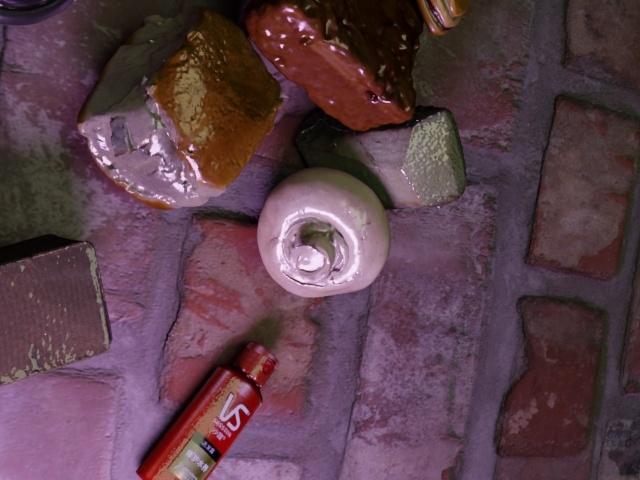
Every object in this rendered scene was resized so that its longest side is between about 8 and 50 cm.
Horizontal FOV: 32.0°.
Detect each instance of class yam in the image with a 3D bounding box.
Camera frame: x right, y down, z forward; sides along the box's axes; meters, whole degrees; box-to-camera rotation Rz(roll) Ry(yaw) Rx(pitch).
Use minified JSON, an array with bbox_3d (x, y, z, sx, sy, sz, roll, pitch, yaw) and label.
[{"bbox_3d":[0.130,-0.163,2.040,0.201,0.271,0.202,-44,123,-26],"label":"yam"}]

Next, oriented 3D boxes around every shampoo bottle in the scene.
[{"bbox_3d":[-0.190,0.320,1.972,0.118,0.076,0.314,48,68,-26],"label":"shampoo bottle"}]

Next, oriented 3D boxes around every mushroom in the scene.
[{"bbox_3d":[0.000,0.000,1.979,0.246,0.246,0.202,63,23,-22],"label":"mushroom"}]

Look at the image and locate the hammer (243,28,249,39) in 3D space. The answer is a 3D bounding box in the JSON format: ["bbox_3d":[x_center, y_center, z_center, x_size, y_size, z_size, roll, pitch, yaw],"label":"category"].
[{"bbox_3d":[-0.122,-0.366,1.987,0.201,0.021,0.078,-40,116,-25],"label":"hammer"}]

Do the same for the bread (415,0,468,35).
[{"bbox_3d":[0.201,-0.469,1.985,0.200,0.077,0.116,66,24,-13],"label":"bread"}]

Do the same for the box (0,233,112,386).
[{"bbox_3d":[-0.478,0.111,1.706,0.273,0.143,0.184,-17,104,-34],"label":"box"}]

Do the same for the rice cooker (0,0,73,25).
[{"bbox_3d":[-0.468,-0.434,1.564,0.317,0.317,0.264,32,77,-33],"label":"rice cooker"}]

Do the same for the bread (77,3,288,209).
[{"bbox_3d":[-0.232,-0.206,1.796,0.250,0.225,0.279,47,57,-35],"label":"bread"}]

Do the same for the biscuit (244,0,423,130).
[{"bbox_3d":[0.027,-0.415,1.923,0.343,0.166,0.395,36,47,-33],"label":"biscuit"}]
